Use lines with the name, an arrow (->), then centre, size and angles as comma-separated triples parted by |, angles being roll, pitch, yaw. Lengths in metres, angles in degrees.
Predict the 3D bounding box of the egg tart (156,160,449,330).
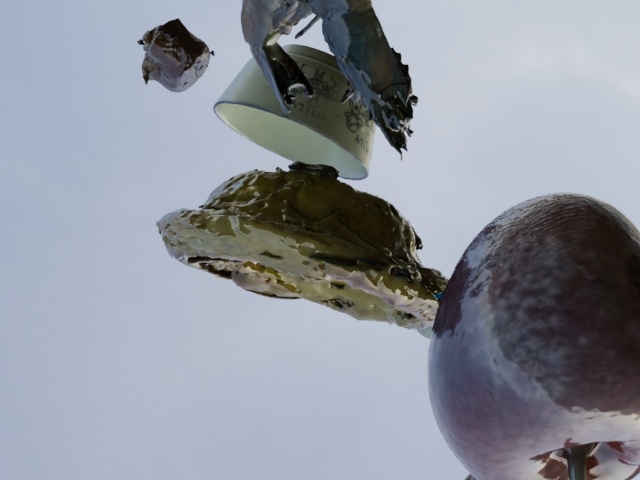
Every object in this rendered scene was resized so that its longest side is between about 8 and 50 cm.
egg tart -> 0.000, 0.000, 1.248 | 0.290, 0.290, 0.107 | 20, -100, -34

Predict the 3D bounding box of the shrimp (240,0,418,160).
shrimp -> -0.001, -0.215, 1.583 | 0.289, 0.178, 0.075 | 62, -145, -21

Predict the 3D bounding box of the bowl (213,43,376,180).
bowl -> -0.020, -0.189, 1.925 | 0.237, 0.126, 0.238 | 21, 171, 4

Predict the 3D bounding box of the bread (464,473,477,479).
bread -> 0.164, 0.289, 1.482 | 0.024, 0.110, 0.110 | 24, -148, -8

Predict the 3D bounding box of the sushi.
sushi -> -0.130, -0.165, 1.216 | 0.060, 0.118, 0.061 | 43, -112, 1

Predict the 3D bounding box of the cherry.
cherry -> 0.186, 0.096, 1.089 | 0.212, 0.236, 0.285 | 9, -118, -17

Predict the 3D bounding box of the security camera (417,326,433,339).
security camera -> 0.255, 0.084, 1.863 | 0.157, 0.301, 0.080 | 20, -113, -28
